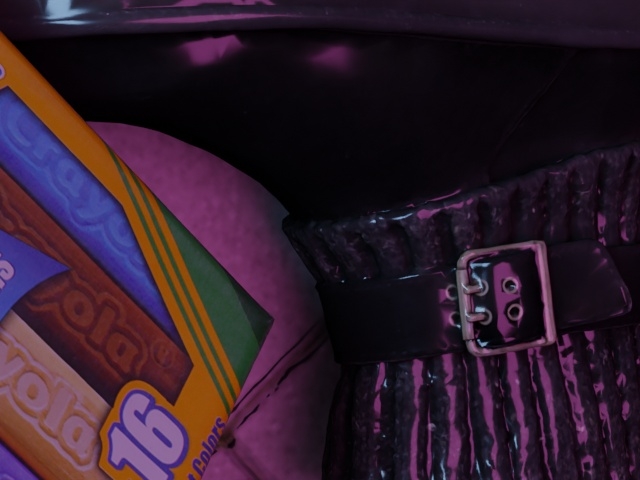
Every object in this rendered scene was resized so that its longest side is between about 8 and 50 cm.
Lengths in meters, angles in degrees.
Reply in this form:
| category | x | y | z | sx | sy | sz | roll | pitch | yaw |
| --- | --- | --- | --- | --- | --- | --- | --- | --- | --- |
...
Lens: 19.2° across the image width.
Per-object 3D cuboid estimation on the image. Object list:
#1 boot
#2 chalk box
| category | x | y | z | sx | sy | sz | roll | pitch | yaw |
| --- | --- | --- | --- | --- | --- | --- | --- | --- | --- |
| boot | 0.002 | 0.001 | 0.803 | 0.348 | 0.131 | 0.260 | 2 | 106 | -17 |
| chalk box | -0.191 | 0.015 | 0.648 | 0.289 | 0.180 | 0.179 | 50 | 42 | -24 |
